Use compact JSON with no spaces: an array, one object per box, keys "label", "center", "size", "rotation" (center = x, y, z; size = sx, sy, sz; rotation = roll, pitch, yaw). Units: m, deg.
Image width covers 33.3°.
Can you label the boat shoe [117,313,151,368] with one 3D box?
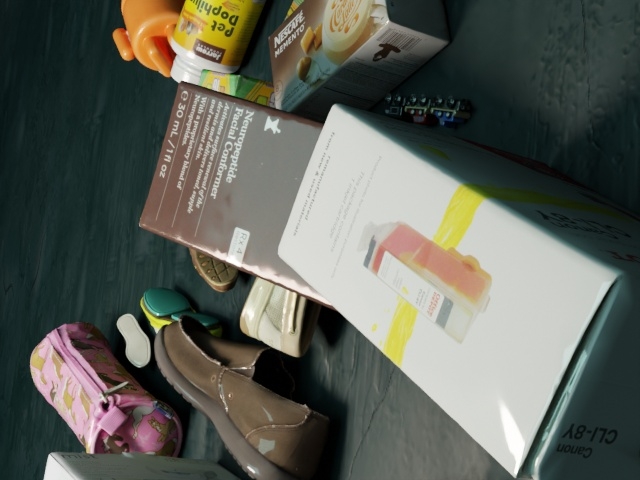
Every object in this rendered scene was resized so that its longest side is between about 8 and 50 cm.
[{"label":"boat shoe","center":[-0.317,0.180,1.851],"size":[0.046,0.038,0.125],"rotation":[-33,46,-7]}]

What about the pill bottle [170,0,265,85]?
[{"label":"pill bottle","center":[-0.162,-0.345,1.686],"size":[0.117,0.117,0.215],"rotation":[52,124,50]}]

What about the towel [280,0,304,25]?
[{"label":"towel","center":[0.005,-0.386,1.528],"size":[0.237,0.021,0.102],"rotation":[-64,36,22]}]

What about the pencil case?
[{"label":"pencil case","center":[-0.367,0.267,1.792],"size":[0.386,0.160,0.167],"rotation":[28,106,58]}]

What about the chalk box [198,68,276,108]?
[{"label":"chalk box","center":[-0.112,-0.124,1.531],"size":[0.132,0.132,0.213],"rotation":[21,100,58]}]

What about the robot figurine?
[{"label":"robot figurine","center":[-0.276,-0.384,1.873],"size":[0.158,0.128,0.219],"rotation":[-57,39,35]}]

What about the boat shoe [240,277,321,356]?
[{"label":"boat shoe","center":[0.000,0.000,1.363],"size":[0.098,0.109,0.302],"rotation":[25,94,20]}]

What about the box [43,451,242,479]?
[{"label":"box","center":[-0.215,0.374,1.424],"size":[0.231,0.262,0.126],"rotation":[13,93,57]}]

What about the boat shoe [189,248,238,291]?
[{"label":"boat shoe","center":[-0.164,0.028,1.645],"size":[0.178,0.064,0.060],"rotation":[-125,23,-51]}]

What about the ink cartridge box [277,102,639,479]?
[{"label":"ink cartridge box","center":[0.181,0.040,0.888],"size":[0.385,0.279,0.160],"rotation":[41,114,54]}]

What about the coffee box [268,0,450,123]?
[{"label":"coffee box","center":[0.042,-0.255,1.358],"size":[0.246,0.098,0.141],"rotation":[-35,53,48]}]

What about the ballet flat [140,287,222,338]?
[{"label":"ballet flat","center":[-0.224,0.138,1.691],"size":[0.231,0.077,0.077],"rotation":[22,116,56]}]

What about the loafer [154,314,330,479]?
[{"label":"loafer","center":[-0.095,0.197,1.441],"size":[0.130,0.134,0.366],"rotation":[-52,46,1]}]

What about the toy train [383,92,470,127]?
[{"label":"toy train","center":[0.123,-0.154,1.269],"size":[0.158,0.027,0.036],"rotation":[15,97,58]}]

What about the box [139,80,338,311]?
[{"label":"box","center":[-0.015,-0.042,1.225],"size":[0.381,0.143,0.191],"rotation":[20,96,33]}]
